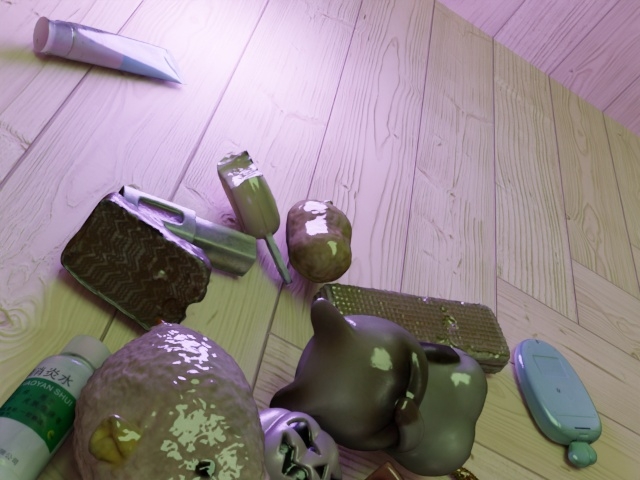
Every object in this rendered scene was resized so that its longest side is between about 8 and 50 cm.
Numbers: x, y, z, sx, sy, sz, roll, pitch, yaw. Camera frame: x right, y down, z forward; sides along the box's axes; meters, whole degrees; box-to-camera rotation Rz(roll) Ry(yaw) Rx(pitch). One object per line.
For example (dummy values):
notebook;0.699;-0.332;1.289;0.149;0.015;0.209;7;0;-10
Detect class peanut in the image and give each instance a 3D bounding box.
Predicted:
peanut;0.000;0.000;1.527;0.129;0.129;0.224;22;27;-22

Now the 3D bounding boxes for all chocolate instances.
chocolate;-0.277;0.035;1.269;0.214;0.148;0.093;38;12;-9

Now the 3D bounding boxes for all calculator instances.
calculator;0.499;0.332;1.704;0.184;0.042;0.295;11;46;-33

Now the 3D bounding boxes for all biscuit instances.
biscuit;0.186;0.174;1.570;0.426;0.078;0.144;9;47;-32

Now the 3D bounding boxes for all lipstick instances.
lipstick;-0.234;-0.008;1.401;0.253;0.077;0.079;22;41;-25

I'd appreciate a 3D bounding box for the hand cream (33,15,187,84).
hand cream;-0.408;-0.378;1.633;0.312;0.070;0.111;1;49;-44

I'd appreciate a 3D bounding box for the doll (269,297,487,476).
doll;0.119;0.245;1.302;0.226;0.214;0.370;25;-2;41

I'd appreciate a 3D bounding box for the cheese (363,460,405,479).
cheese;0.081;0.429;1.212;0.128;0.203;0.177;48;7;16

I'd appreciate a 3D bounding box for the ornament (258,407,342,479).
ornament;-0.054;0.322;1.147;0.178;0.177;0.177;23;41;-21

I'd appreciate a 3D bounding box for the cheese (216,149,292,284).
cheese;-0.115;-0.040;1.520;0.071;0.163;0.248;-24;107;-10

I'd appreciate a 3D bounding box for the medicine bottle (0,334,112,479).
medicine bottle;-0.361;0.227;1.049;0.095;0.095;0.260;37;36;-5

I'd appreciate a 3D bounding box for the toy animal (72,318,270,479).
toy animal;-0.194;0.231;1.028;0.227;0.188;0.358;-4;36;-20

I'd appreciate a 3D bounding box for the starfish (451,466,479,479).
starfish;0.294;0.475;1.395;0.240;0.043;0.227;46;37;12
